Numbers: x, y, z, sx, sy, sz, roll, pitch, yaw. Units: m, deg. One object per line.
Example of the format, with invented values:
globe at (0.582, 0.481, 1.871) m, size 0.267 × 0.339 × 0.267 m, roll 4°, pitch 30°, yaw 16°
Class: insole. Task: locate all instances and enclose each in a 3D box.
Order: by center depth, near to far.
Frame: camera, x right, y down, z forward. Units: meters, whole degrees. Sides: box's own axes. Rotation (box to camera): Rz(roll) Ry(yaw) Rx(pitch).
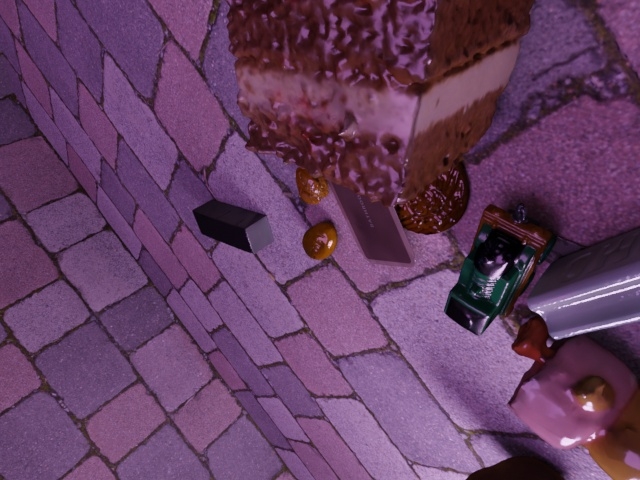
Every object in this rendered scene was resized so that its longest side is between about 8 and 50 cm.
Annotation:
insole at (0.357, 0.030, 0.563) m, size 0.193 × 0.006 × 0.065 m, roll 34°, pitch 141°, yaw 28°

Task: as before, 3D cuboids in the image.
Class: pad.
pad at (0.084, -0.064, 0.783) m, size 0.176 × 0.002 × 0.266 m, roll 2°, pitch 122°, yaw 62°

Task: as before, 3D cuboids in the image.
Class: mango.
mango at (0.000, 0.000, 0.926) m, size 0.079 × 0.057 × 0.114 m, roll 51°, pitch 138°, yaw 11°

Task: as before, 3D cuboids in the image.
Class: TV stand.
TV stand at (-0.256, -0.044, 1.169) m, size 0.269 × 0.082 × 0.088 m, roll 16°, pitch 130°, yaw 41°

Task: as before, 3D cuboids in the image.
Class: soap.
soap at (0.355, 0.038, 0.462) m, size 0.067 × 0.119 × 0.198 m, roll 53°, pitch 143°, yaw 2°

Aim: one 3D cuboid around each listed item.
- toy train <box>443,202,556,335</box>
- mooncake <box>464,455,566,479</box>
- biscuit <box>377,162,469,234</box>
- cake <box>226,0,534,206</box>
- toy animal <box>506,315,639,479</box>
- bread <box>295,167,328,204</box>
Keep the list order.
toy train at (0.248, 0.047, 0.585) m, size 0.091 × 0.136 × 0.228 m, roll 35°, pitch 151°, yaw 29°
mooncake at (0.384, 0.547, 0.770) m, size 0.234 × 0.234 × 0.117 m, roll 32°, pitch 140°, yaw 29°
biscuit at (0.155, -0.091, 0.679) m, size 0.187 × 0.027 × 0.188 m, roll 30°, pitch 140°, yaw 29°
cake at (0.062, -0.230, 0.444) m, size 0.255 × 0.282 × 0.291 m, roll 24°, pitch 134°, yaw 32°
toy animal at (0.395, 0.235, 0.563) m, size 0.281 × 0.169 × 0.195 m, roll 28°, pitch -178°, yaw 25°
bread at (-0.020, -0.115, 0.850) m, size 0.081 × 0.046 × 0.083 m, roll 49°, pitch 152°, yaw 18°
